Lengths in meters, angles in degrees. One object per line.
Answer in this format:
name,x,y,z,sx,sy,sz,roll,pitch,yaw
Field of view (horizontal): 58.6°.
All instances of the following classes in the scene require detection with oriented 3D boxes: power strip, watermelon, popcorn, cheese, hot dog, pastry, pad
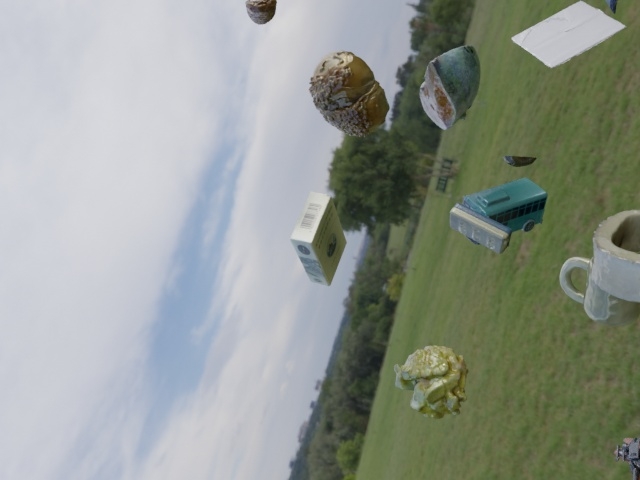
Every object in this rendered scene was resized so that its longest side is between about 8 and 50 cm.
power strip,0.305,-0.024,1.103,0.032,0.123,0.056,-47,-29,-21
watermelon,0.420,-0.458,1.725,0.188,0.175,0.322,-31,-2,4
popcorn,0.299,0.365,1.468,0.187,0.167,0.185,69,154,17
cheese,0.978,0.040,1.705,0.332,0.292,0.153,-43,-49,-41
hot dog,-0.107,-0.425,1.047,0.083,0.058,0.035,-143,43,-83
pastry,0.086,-0.488,1.980,0.184,0.284,0.316,-48,-56,-20
pad,0.614,-0.515,1.416,0.232,0.156,0.004,-29,-36,-8

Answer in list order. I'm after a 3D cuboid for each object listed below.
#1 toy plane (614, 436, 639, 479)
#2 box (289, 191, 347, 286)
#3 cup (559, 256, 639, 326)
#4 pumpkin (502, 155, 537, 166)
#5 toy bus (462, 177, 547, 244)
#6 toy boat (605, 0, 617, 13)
toy plane,0.838,0.579,1.513,0.189,0.130,0.061,-26,-89,-52
box,0.000,0.000,1.655,0.256,0.069,0.164,68,-141,-56
cup,0.930,0.162,1.899,0.173,0.255,0.202,-44,-45,-56
pumpkin,0.489,-0.194,1.400,0.050,0.083,0.028,-53,-39,-82
toy bus,0.565,-0.095,1.783,0.128,0.256,0.147,-126,26,-46
toy boat,0.749,-0.687,1.415,0.072,0.318,0.219,-27,-36,-50
